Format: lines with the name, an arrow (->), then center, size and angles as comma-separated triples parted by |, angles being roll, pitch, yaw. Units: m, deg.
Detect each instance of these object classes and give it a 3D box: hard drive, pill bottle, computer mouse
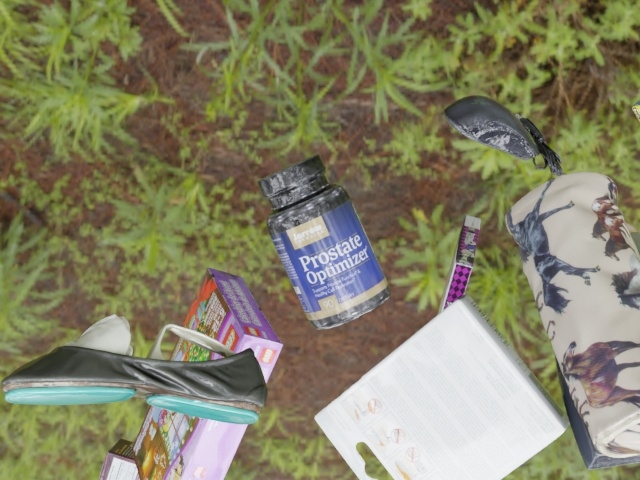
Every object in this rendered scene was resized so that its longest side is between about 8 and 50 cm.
hard drive -> 0.528, 0.277, 1.843 | 0.172, 0.255, 0.054 | -9, 145, 2
pill bottle -> 0.000, 0.000, 1.390 | 0.122, 0.123, 0.219 | -22, 97, 20
computer mouse -> 0.361, -0.227, 2.001 | 0.272, 0.188, 0.072 | 14, 121, -34

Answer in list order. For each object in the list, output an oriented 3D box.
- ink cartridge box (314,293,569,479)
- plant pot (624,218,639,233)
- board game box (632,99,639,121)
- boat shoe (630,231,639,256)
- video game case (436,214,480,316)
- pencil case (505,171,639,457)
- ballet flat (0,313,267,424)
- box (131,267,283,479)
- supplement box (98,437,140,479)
ink cartridge box -> 0.226, 0.338, 1.942 | 0.385, 0.091, 0.308 | -41, 81, 18
plant pot -> 0.518, 0.075, 1.786 | 0.032, 0.236, 0.236 | 6, 151, 50
board game box -> 0.636, -0.167, 1.651 | 0.194, 0.060, 0.194 | 53, 155, -19
boat shoe -> 0.474, 0.056, 1.496 | 0.079, 0.227, 0.081 | -34, 105, 9
video game case -> 0.284, 0.094, 2.146 | 0.041, 0.210, 0.232 | 14, 120, 5
pencil case -> 0.382, 0.088, 1.352 | 0.183, 0.410, 0.160 | 7, 138, -24
ballet flat -> -0.189, 0.133, 1.066 | 0.280, 0.096, 0.095 | 11, 156, -27
box -> -0.154, 0.207, 1.315 | 0.057, 0.201, 0.293 | 17, 105, -26
supplement box -> -0.294, 0.430, 1.827 | 0.188, 0.104, 0.081 | 18, 93, 0
